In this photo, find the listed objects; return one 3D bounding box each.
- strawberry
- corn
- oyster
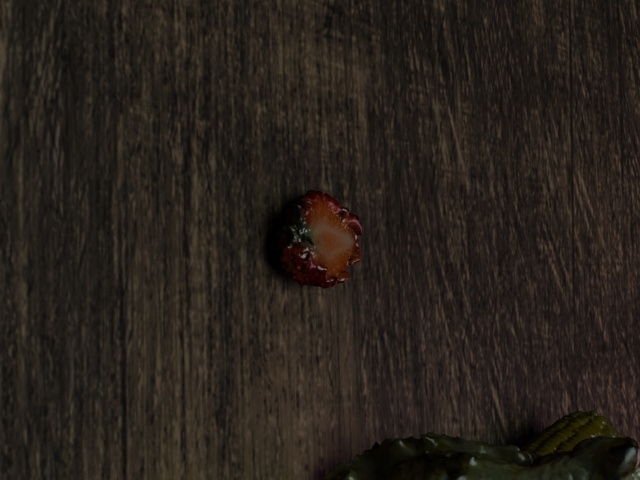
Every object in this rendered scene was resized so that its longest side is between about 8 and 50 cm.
[{"bbox_3d":[-0.003,0.001,1.744,0.152,0.048,0.104,9,69,-64],"label":"strawberry"},{"bbox_3d":[0.246,0.305,1.927,0.344,0.131,0.131,-30,107,-49],"label":"corn"},{"bbox_3d":[0.171,0.284,1.697,0.133,0.337,0.198,-97,172,-66],"label":"oyster"}]
